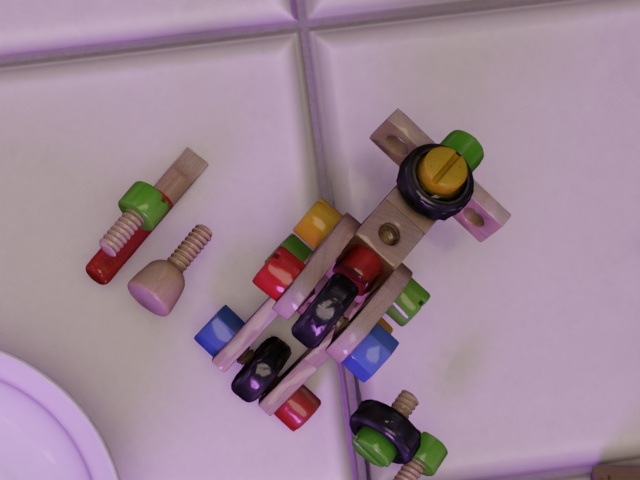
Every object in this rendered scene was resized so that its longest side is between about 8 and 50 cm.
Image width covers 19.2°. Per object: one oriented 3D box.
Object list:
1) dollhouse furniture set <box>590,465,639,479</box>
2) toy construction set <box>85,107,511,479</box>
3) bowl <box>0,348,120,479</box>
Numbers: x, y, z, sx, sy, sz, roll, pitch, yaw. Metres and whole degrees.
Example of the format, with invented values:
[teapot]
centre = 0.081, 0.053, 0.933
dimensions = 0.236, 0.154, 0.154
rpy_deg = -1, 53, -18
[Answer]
[dollhouse furniture set]
centre = 0.269, 0.274, 1.525
dimensions = 0.144, 0.151, 0.123
rpy_deg = 2, 113, -4
[toy construction set]
centre = 0.000, 0.000, 1.497
dimensions = 0.309, 0.257, 0.237
rpy_deg = 29, 66, 20
[bowl]
centre = -0.295, 0.223, 1.473
dimensions = 0.298, 0.134, 0.297
rpy_deg = 0, 87, -3
